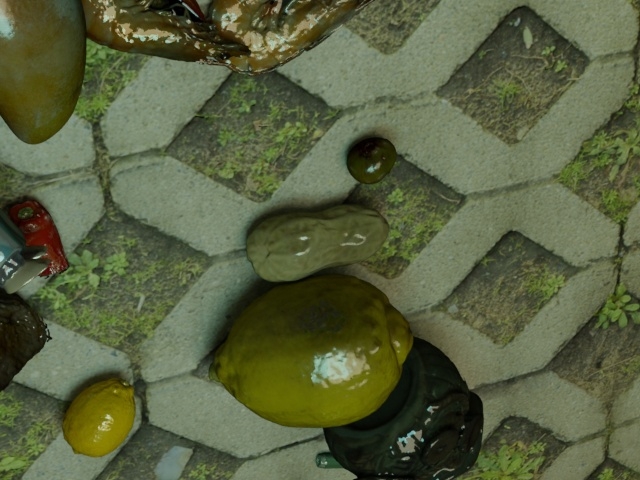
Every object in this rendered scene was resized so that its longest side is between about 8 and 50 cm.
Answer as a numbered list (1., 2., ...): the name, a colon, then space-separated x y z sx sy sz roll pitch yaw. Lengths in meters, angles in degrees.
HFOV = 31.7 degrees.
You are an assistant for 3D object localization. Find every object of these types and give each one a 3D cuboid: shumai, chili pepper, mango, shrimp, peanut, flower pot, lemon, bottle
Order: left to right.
1. shumai: -0.575 0.159 1.773 0.185 0.218 0.183 -5 115 28
2. mango: -0.421 -0.303 1.518 0.199 0.221 0.384 -13 125 0
3. chili pepper: -0.443 -0.004 1.765 0.070 0.073 0.123 -52 141 -44
4. lemon: -0.376 0.303 1.934 0.114 0.114 0.155 39 90 -34
5. shrimp: -0.232 -0.342 1.666 0.287 0.063 0.152 11 106 -18
6. shrimp: -0.035 -0.373 1.744 0.317 0.062 0.164 -28 124 -2
7. lemon: -0.010 0.194 1.941 0.316 0.285 0.285 -33 131 32
8. peanut: 0.000 0.000 1.925 0.257 0.123 0.123 -12 121 -15
9. bottle: 0.033 0.436 2.234 0.083 0.030 0.030 4 115 -24
10. flower pot: 0.152 0.333 2.064 0.302 0.302 0.213 -41 131 2

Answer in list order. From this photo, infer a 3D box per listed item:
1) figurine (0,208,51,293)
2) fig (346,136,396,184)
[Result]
1. figurine: -0.639 0.014 1.557 0.378 0.266 0.361 -41 108 -1
2. fig: 0.089 -0.128 1.929 0.084 0.082 0.098 -58 149 -29
